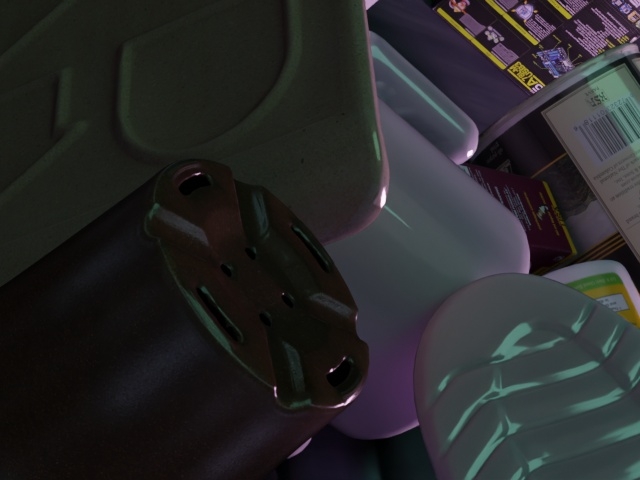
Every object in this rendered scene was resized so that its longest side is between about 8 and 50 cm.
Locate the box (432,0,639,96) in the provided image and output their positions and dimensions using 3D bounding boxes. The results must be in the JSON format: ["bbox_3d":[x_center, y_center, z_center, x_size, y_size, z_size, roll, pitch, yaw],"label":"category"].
[{"bbox_3d":[0.255,-0.263,1.446,0.191,0.184,0.045,37,39,-21],"label":"box"}]

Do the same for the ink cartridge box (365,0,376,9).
[{"bbox_3d":[-0.099,-0.260,0.985,0.129,0.223,0.307,14,50,-44],"label":"ink cartridge box"}]

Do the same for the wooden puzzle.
[{"bbox_3d":[-0.116,-0.099,0.761,0.080,0.322,0.347,48,28,-49],"label":"wooden puzzle"}]

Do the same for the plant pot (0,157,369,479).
[{"bbox_3d":[-0.079,0.060,0.566,0.167,0.165,0.167,38,29,-26],"label":"plant pot"}]

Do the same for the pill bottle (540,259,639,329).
[{"bbox_3d":[0.245,0.152,1.099,0.136,0.136,0.245,5,56,-48],"label":"pill bottle"}]

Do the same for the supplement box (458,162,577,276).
[{"bbox_3d":[0.120,-0.006,1.122,0.188,0.104,0.080,8,54,-46],"label":"supplement box"}]

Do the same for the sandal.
[{"bbox_3d":[0.191,0.197,0.738,0.169,0.102,0.416,-27,62,-22],"label":"sandal"}]

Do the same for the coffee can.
[{"bbox_3d":[0.298,-0.024,1.263,0.201,0.201,0.275,-20,75,-55],"label":"coffee can"}]

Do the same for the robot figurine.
[{"bbox_3d":[0.000,0.000,0.889,0.353,0.200,0.300,39,64,-20],"label":"robot figurine"}]
